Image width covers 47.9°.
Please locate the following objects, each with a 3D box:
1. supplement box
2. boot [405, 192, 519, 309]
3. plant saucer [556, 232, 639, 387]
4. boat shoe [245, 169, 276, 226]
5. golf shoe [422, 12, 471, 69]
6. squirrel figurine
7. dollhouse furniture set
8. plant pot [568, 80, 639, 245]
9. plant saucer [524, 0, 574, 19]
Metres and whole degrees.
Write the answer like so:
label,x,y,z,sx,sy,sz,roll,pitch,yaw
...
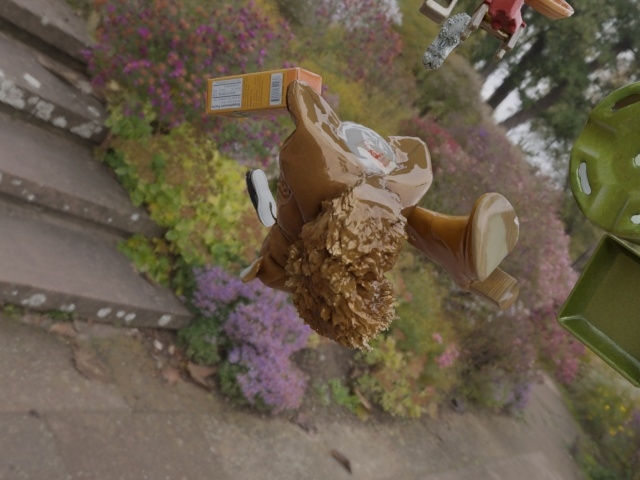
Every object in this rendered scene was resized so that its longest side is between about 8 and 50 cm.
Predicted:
label,x,y,z,sx,sy,sz,roll,pitch,yaw
supplement box,-0.114,-0.281,1.396,0.233,0.080,0.078,5,1,37
boot,0.213,-0.011,1.175,0.211,0.104,0.295,36,-17,36
plant saucer,0.513,0.113,1.195,0.045,0.188,0.188,-1,33,-38
boat shoe,-0.130,-0.090,1.536,0.038,0.046,0.125,3,-65,50
golf shoe,0.325,-0.519,1.888,0.069,0.176,0.086,43,-2,-2
squirrel figurine,0.000,0.000,1.263,0.281,0.370,0.397,18,40,-25
dollhouse furniture set,0.268,-0.540,1.421,0.374,0.152,0.201,29,-10,-6
plant pot,0.453,-0.081,0.878,0.254,0.276,0.276,6,33,-33
plant saucer,0.453,-0.535,1.548,0.200,0.037,0.200,25,32,-16
